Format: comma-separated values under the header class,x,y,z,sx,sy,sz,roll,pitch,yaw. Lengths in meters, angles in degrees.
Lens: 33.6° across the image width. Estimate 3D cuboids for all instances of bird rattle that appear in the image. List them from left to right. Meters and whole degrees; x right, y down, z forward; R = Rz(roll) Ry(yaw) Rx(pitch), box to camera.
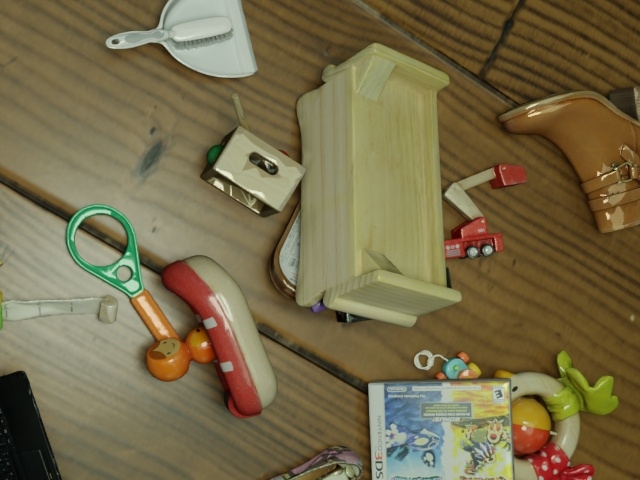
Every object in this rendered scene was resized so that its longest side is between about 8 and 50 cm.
class,x,y,z,sx,sy,sz,roll,pitch,yaw
bird rattle,0.323,0.287,1.572,0.207,0.143,0.253,15,95,-15

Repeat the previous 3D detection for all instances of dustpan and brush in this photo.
class,x,y,z,sx,sy,sz,roll,pitch,yaw
dustpan and brush,-0.196,-0.287,1.473,0.211,0.060,0.147,-14,91,-16

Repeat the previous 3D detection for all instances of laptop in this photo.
class,x,y,z,sx,sy,sz,roll,pitch,yaw
laptop,-0.460,0.310,1.328,0.136,0.264,0.234,-22,95,-53

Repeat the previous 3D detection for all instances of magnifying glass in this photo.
class,x,y,z,sx,sy,sz,roll,pitch,yaw
magnifying glass,-0.265,0.053,1.458,0.092,0.026,0.231,-35,95,-15

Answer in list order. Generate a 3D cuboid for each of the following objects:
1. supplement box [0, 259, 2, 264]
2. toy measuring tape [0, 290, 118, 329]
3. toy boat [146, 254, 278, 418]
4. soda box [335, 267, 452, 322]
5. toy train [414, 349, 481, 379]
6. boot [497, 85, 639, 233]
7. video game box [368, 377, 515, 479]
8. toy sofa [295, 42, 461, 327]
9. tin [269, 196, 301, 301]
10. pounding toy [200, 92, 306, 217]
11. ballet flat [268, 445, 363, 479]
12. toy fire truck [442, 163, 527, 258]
class,x,y,z,sx,sy,sz,roll,pitch,yaw
supplement box,-0.467,0.025,1.389,0.083,0.043,0.055,-25,94,-16
toy measuring tape,-0.424,0.124,1.356,0.330,0.121,0.121,0,87,-17
toy boat,-0.162,0.139,1.418,0.151,0.151,0.231,-22,93,-11
soda box,0.106,0.080,1.545,0.169,0.053,0.060,-8,90,-16
toy train,0.189,0.246,1.564,0.125,0.046,0.166,0,87,-16
boot,0.411,-0.119,1.629,0.283,0.109,0.220,-7,93,-23
video game box,0.172,0.292,1.512,0.205,0.048,0.187,-3,90,13
toy sofa,0.076,-0.069,1.464,0.150,0.177,0.362,16,63,-35
tin,0.000,0.000,1.502,0.106,0.040,0.189,27,65,-5
pounding toy,-0.097,-0.114,1.456,0.141,0.130,0.100,33,79,-12
ballet flat,-0.035,0.361,1.477,0.221,0.079,0.077,-29,96,-15
toy fire truck,0.219,-0.040,1.586,0.192,0.047,0.135,-7,89,-15
